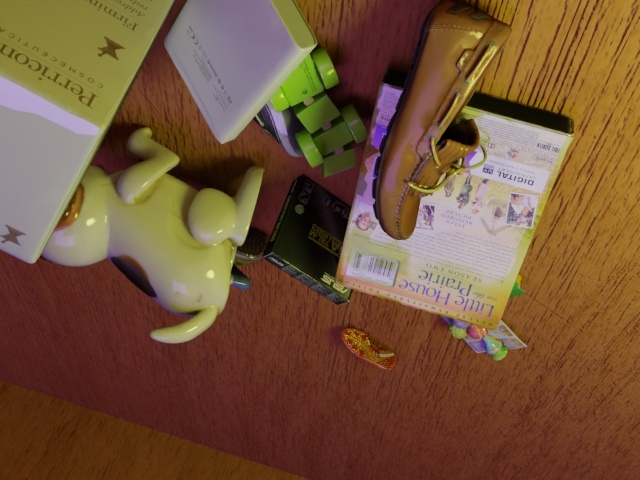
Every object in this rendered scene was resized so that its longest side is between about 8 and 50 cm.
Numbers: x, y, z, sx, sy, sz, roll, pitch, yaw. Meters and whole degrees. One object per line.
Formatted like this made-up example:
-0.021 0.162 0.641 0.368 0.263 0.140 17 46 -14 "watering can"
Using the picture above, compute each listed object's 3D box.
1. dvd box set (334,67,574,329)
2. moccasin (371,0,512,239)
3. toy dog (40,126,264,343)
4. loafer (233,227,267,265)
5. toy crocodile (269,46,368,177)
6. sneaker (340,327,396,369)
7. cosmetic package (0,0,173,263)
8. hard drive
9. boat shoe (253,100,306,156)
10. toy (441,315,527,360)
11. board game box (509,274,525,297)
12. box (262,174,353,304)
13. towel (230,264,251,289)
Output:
0.208 -0.056 1.577 0.308 0.062 0.420 16 129 6 "dvd box set"
0.178 -0.158 1.395 0.147 0.139 0.380 24 118 10 "moccasin"
-0.359 -0.015 1.827 0.408 0.395 0.284 17 163 -8 "toy dog"
-0.252 -0.003 2.050 0.269 0.102 0.092 21 145 -4 "loafer"
-0.015 -0.227 1.543 0.115 0.105 0.340 -29 135 3 "toy crocodile"
0.109 0.273 2.337 0.175 0.064 0.067 39 155 -26 "sneaker"
-0.453 -0.252 1.387 0.329 0.393 0.327 28 133 -15 "cosmetic package"
-0.132 -0.300 1.434 0.203 0.040 0.307 61 146 5 "hard drive"
-0.085 -0.230 1.603 0.070 0.077 0.219 1 138 29 "boat shoe"
0.332 0.194 2.074 0.137 0.056 0.237 -14 137 42 "toy"
0.281 0.042 1.873 0.259 0.039 0.124 37 147 -24 "board game box"
0.000 0.000 1.819 0.191 0.184 0.045 34 146 -22 "box"
-0.330 0.049 2.068 0.336 0.040 0.243 13 -176 -17 "towel"
